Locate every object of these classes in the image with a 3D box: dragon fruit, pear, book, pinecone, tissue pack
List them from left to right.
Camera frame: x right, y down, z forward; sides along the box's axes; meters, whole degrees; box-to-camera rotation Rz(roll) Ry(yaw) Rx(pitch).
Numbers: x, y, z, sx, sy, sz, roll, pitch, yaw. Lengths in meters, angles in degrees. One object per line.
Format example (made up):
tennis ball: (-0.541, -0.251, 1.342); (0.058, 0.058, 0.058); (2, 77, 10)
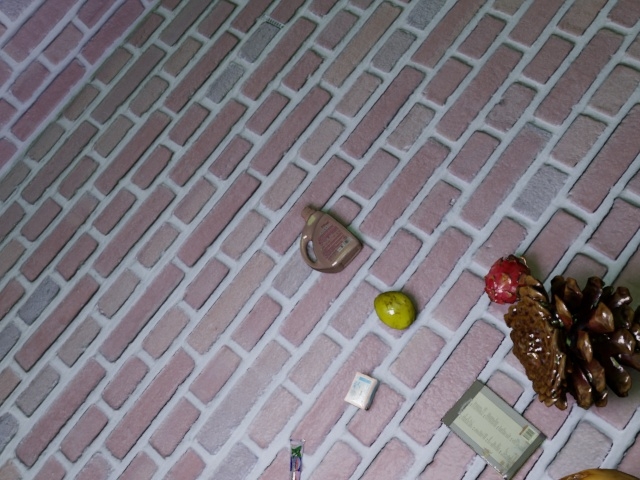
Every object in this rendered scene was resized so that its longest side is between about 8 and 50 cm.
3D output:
tissue pack: (0.119, 0.433, 1.902); (0.074, 0.058, 0.094); (21, 75, 22)
pear: (0.219, 0.202, 1.945); (0.107, 0.107, 0.131); (-40, 69, -2)
book: (0.461, 0.508, 1.786); (0.157, 0.026, 0.231); (-45, 63, -8)
dragon fruit: (0.537, 0.113, 1.878); (0.133, 0.136, 0.166); (35, 50, -3)
pinecone: (0.677, 0.237, 1.667); (0.385, 0.384, 0.384); (-6, 66, 15)

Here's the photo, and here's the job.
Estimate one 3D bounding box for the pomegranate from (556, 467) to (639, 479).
pomegranate: (0.646, 0.719, 1.460); (0.410, 0.410, 0.409); (-6, 66, 15)

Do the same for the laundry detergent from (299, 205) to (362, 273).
laundry detergent: (0.000, 0.000, 2.116); (0.171, 0.076, 0.237); (-47, 62, -6)

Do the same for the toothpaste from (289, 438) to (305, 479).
toothpaste: (-0.072, 0.653, 1.885); (0.045, 0.028, 0.169); (-1, 64, 10)
